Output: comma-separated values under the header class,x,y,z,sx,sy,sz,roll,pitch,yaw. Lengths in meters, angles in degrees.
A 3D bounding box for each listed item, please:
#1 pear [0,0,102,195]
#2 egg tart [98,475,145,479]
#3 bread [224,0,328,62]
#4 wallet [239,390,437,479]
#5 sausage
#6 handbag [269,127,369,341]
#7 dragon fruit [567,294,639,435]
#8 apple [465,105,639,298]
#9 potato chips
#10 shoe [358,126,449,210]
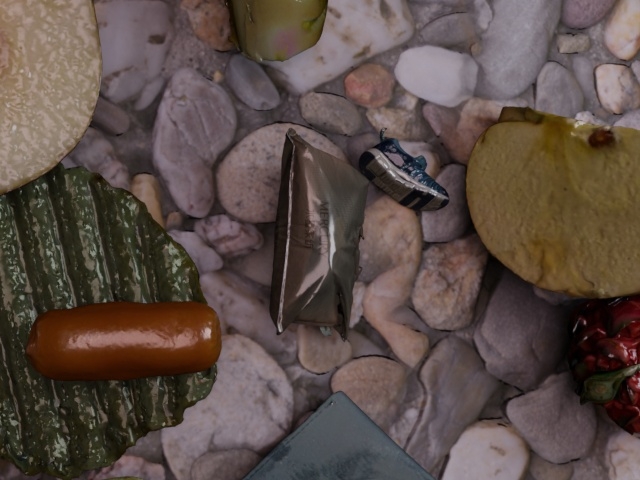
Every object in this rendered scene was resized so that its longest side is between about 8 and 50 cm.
class,x,y,z,sx,sy,sz,roll,pitch,yaw
pear,-0.458,-0.208,1.235,0.340,0.191,0.386,36,75,-20
egg tart,-0.255,0.395,1.270,0.197,0.078,0.197,1,84,-12
bread,-0.061,-0.371,1.387,0.158,0.156,0.260,-10,84,-12
wallet,0.014,0.363,1.283,0.290,0.054,0.251,-39,69,-23
sausage,-0.241,0.122,1.238,0.238,0.098,0.098,-2,82,-9
handbag,0.000,0.000,1.363,0.182,0.117,0.270,15,76,-52
dragon fruit,0.478,0.146,1.422,0.293,0.234,0.233,-29,88,-46
apple,0.371,-0.074,1.383,0.314,0.309,0.252,-49,130,-28
potato chips,-0.332,0.088,1.305,0.358,0.070,0.429,-15,85,-12
shoe,0.125,-0.096,1.439,0.143,0.064,0.071,35,65,-6
